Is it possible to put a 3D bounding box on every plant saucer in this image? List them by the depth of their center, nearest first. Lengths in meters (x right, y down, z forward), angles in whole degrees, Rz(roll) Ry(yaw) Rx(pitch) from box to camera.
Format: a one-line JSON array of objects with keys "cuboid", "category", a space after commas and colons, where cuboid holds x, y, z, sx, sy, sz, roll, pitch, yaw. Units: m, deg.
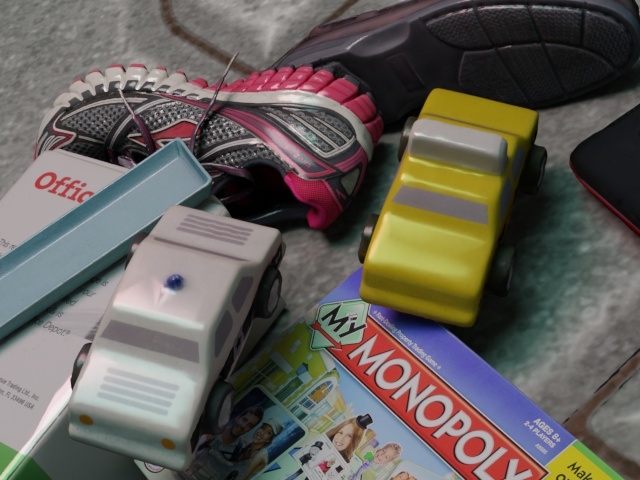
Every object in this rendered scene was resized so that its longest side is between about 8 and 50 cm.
[{"cuboid": [-0.162, 0.001, 1.120, 0.192, 0.018, 0.067, -34, 41, -5], "category": "plant saucer"}]

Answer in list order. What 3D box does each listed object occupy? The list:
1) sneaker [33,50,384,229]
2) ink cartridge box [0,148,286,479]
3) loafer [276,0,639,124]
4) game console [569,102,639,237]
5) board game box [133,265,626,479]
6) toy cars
[{"cuboid": [-0.103, -0.067, 1.261, 0.299, 0.121, 0.112, -3, 51, 29], "category": "sneaker"}, {"cuboid": [-0.195, 0.090, 1.158, 0.211, 0.121, 0.289, 18, 61, 41], "category": "ink cartridge box"}, {"cuboid": [0.101, -0.158, 1.239, 0.302, 0.109, 0.095, -9, 41, 28], "category": "loafer"}, {"cuboid": [0.390, -0.081, 1.017, 0.386, 0.060, 0.342, -34, 41, -3], "category": "game console"}, {"cuboid": [0.040, 0.163, 1.002, 0.213, 0.046, 0.317, -40, 41, -9], "category": "board game box"}, {"cuboid": [0.000, 0.000, 1.041, 0.393, 0.087, 0.176, -25, 55, -19], "category": "toy cars"}]
